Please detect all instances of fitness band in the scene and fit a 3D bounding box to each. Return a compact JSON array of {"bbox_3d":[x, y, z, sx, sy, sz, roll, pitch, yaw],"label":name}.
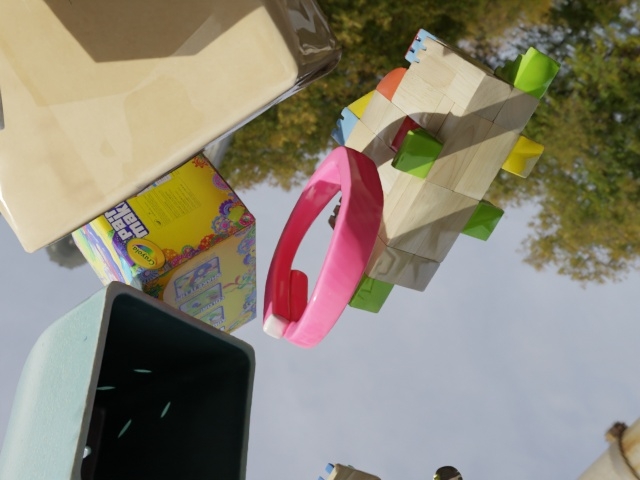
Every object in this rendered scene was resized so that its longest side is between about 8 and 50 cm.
[{"bbox_3d":[0.000,0.000,0.916,0.054,0.209,0.291,24,-159,-13],"label":"fitness band"}]

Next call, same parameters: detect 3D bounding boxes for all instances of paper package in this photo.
[{"bbox_3d":[-0.192,-0.208,0.652,0.325,0.309,0.168,58,-160,-9],"label":"paper package"}]

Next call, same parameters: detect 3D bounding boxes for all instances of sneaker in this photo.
[{"bbox_3d":[0.132,0.266,0.785,0.031,0.035,0.083,-8,-141,2],"label":"sneaker"}]

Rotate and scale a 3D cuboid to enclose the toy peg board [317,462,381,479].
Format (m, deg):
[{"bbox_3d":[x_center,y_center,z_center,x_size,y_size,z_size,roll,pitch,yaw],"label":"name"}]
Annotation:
[{"bbox_3d":[0.027,0.565,1.739,0.160,0.161,0.079,33,177,-44],"label":"toy peg board"}]

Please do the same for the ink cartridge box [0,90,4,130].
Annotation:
[{"bbox_3d":[-0.278,-0.128,0.429,0.128,0.127,0.176,-10,175,0],"label":"ink cartridge box"}]

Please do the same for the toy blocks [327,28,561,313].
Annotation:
[{"bbox_3d":[0.116,-0.126,1.063,0.190,0.381,0.261,16,-158,-32],"label":"toy blocks"}]

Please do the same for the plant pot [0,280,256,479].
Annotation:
[{"bbox_3d":[-0.261,0.235,0.978,0.247,0.252,0.248,33,-132,-40],"label":"plant pot"}]

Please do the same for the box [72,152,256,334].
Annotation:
[{"bbox_3d":[-0.242,-0.011,1.152,0.177,0.279,0.290,-31,-116,-21],"label":"box"}]
